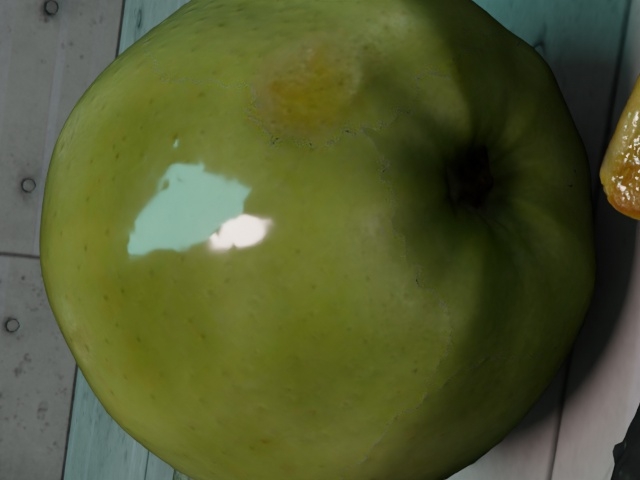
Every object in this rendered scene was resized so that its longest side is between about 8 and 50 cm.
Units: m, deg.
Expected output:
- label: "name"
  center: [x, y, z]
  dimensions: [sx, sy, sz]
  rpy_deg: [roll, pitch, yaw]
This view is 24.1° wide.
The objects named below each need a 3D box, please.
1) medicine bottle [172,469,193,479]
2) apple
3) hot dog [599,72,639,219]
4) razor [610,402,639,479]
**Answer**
- label: "medicine bottle"
  center: [-0.041, 0.157, 1.270]
  dimensions: [0.151, 0.151, 0.322]
  rpy_deg: [-138, 56, -65]
- label: "apple"
  center: [0.000, 0.000, 0.953]
  dimensions: [0.357, 0.357, 0.357]
  rpy_deg: [-174, 90, -70]
- label: "hot dog"
  center: [0.214, -0.100, 0.808]
  dimensions: [0.066, 0.047, 0.216]
  rpy_deg: [40, 132, 21]
- label: "razor"
  center: [0.188, 0.230, 0.701]
  dimensions: [0.189, 0.107, 0.327]
  rpy_deg: [-163, 79, -72]
